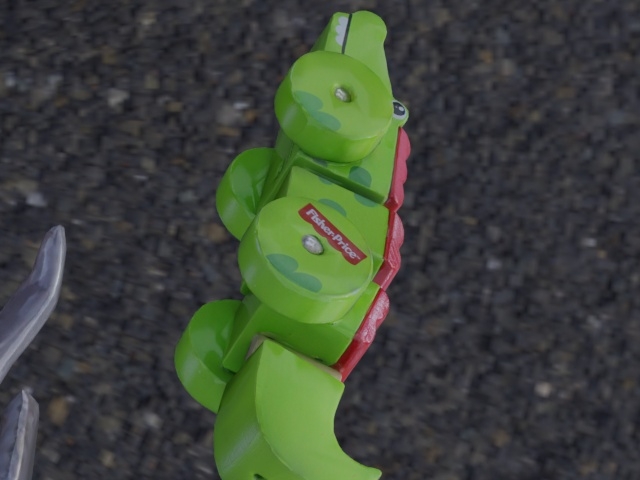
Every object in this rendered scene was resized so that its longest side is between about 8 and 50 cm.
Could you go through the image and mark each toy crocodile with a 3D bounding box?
[{"bbox_3d":[0.000,0.000,1.045,0.105,0.115,0.340,24,41,-12],"label":"toy crocodile"}]

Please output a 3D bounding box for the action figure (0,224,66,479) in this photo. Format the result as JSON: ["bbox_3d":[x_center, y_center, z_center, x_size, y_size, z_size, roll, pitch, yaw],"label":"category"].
[{"bbox_3d":[-0.238,0.044,0.480,0.330,0.341,0.178,9,116,-7],"label":"action figure"}]
